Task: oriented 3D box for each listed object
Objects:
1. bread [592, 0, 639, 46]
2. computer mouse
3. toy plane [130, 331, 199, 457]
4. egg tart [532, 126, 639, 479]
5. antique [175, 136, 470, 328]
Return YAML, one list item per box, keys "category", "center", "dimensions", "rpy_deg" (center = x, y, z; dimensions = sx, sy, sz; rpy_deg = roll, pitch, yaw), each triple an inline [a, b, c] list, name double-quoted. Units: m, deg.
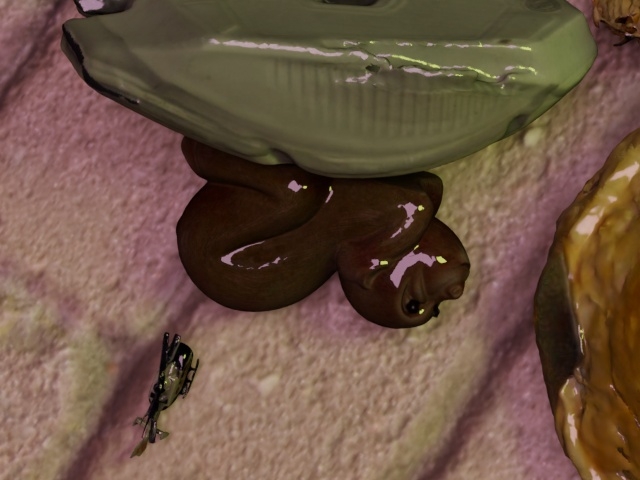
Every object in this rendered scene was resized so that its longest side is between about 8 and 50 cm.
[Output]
- category: "bread"
  center: [0.314, -0.213, 1.422]
  dimensions: [0.147, 0.260, 0.160]
  rpy_deg: [15, 93, -10]
- category: "computer mouse"
  center: [0.006, -0.139, 1.473]
  dimensions: [0.429, 0.228, 0.145]
  rpy_deg: [5, 124, 4]
- category: "toy plane"
  center: [-0.135, 0.131, 1.551]
  dimensions: [0.031, 0.049, 0.120]
  rpy_deg: [23, 105, 13]
- category: "egg tart"
  center: [0.373, 0.087, 1.361]
  dimensions: [0.443, 0.178, 0.443]
  rpy_deg: [1, 95, 17]
- category: "antique"
  center: [0.000, 0.000, 1.507]
  dimensions: [0.257, 0.121, 0.143]
  rpy_deg: [10, 101, 10]
